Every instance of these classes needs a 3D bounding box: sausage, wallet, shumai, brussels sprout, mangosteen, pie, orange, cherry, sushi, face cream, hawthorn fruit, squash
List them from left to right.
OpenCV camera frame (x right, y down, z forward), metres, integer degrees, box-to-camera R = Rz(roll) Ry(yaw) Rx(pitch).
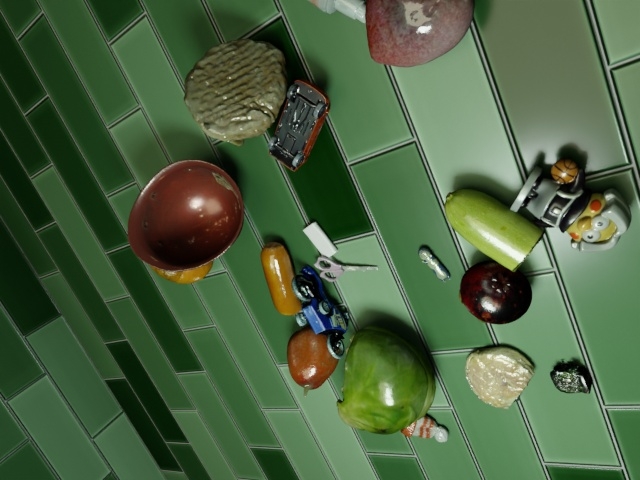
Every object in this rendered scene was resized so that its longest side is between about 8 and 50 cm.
[{"bbox_3d":[-0.513,0.059,1.743,0.240,0.240,0.171,34,110,10],"label":"orange"},{"bbox_3d":[-0.224,-0.401,1.377,0.267,0.314,0.262,42,173,2],"label":"shumai"},{"bbox_3d":[-0.135,0.134,1.646,0.105,0.105,0.274,0,115,31],"label":"sausage"},{"bbox_3d":[-0.029,0.419,1.647,0.200,0.251,0.199,5,140,4],"label":"hawthorn fruit"},{"bbox_3d":[0.000,0.000,1.541,0.061,0.025,0.122,-35,95,37],"label":"wallet"},{"bbox_3d":[0.019,-0.610,1.155,0.252,0.101,0.101,38,128,8],"label":"face cream"},{"bbox_3d":[0.196,0.460,1.514,0.315,0.276,0.370,28,127,20],"label":"brussels sprout"},{"bbox_3d":[0.210,-0.501,1.049,0.239,0.206,0.239,39,163,14],"label":"cherry"},{"bbox_3d":[0.422,-0.043,1.205,0.247,0.132,0.132,37,128,13],"label":"squash"},{"bbox_3d":[0.458,0.146,1.272,0.200,0.200,0.199,14,121,24],"label":"mangosteen"},{"bbox_3d":[0.525,0.404,1.431,0.185,0.052,0.218,27,128,14],"label":"pie"},{"bbox_3d":[0.688,0.376,1.320,0.083,0.056,0.084,-26,101,45],"label":"sushi"}]

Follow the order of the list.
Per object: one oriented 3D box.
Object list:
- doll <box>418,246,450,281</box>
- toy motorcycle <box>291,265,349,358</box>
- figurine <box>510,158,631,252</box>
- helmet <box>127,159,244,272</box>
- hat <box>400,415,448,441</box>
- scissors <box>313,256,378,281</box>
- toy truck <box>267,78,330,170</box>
[{"bbox_3d":[0.329,0.070,1.382,0.125,0.027,0.037,49,121,-1],"label":"doll"},{"bbox_3d":[0.008,0.234,1.586,0.113,0.169,0.315,-31,87,29],"label":"toy motorcycle"},{"bbox_3d":[0.579,-0.080,1.091,0.237,0.133,0.175,32,129,17],"label":"figurine"},{"bbox_3d":[-0.412,-0.068,1.591,0.385,0.230,0.337,-38,84,4],"label":"helmet"},{"bbox_3d":[0.361,0.645,1.650,0.163,0.093,0.112,15,133,2],"label":"hat"},{"bbox_3d":[0.083,0.093,1.537,0.213,0.021,0.110,-2,131,28],"label":"scissors"},{"bbox_3d":[-0.052,-0.328,1.340,0.108,0.114,0.252,36,129,9],"label":"toy truck"}]
